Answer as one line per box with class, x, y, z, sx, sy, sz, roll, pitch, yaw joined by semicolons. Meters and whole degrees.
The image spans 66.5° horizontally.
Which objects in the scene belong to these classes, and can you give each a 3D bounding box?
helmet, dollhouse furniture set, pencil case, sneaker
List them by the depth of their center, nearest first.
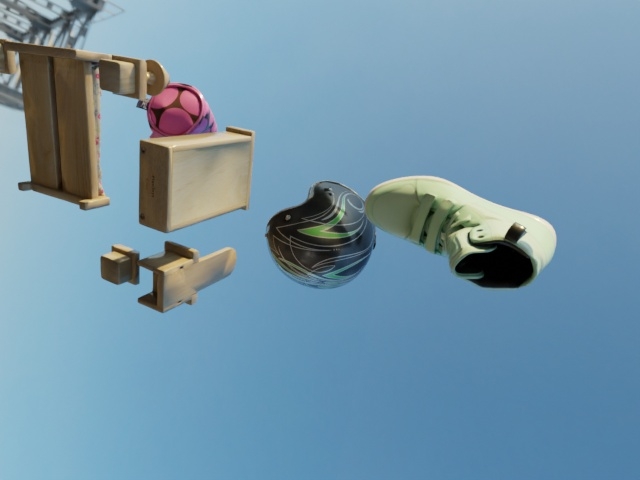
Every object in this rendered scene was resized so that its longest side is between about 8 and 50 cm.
sneaker;0.153;-0.016;0.606;0.255;0.151;0.094;17;-68;24
dollhouse furniture set;-0.291;-0.107;0.698;0.355;0.173;0.304;17;-69;23
helmet;0.000;0.000;0.801;0.169;0.170;0.162;-10;-148;45
pencil case;-0.222;-0.179;0.801;0.209;0.095;0.098;120;-8;-85
